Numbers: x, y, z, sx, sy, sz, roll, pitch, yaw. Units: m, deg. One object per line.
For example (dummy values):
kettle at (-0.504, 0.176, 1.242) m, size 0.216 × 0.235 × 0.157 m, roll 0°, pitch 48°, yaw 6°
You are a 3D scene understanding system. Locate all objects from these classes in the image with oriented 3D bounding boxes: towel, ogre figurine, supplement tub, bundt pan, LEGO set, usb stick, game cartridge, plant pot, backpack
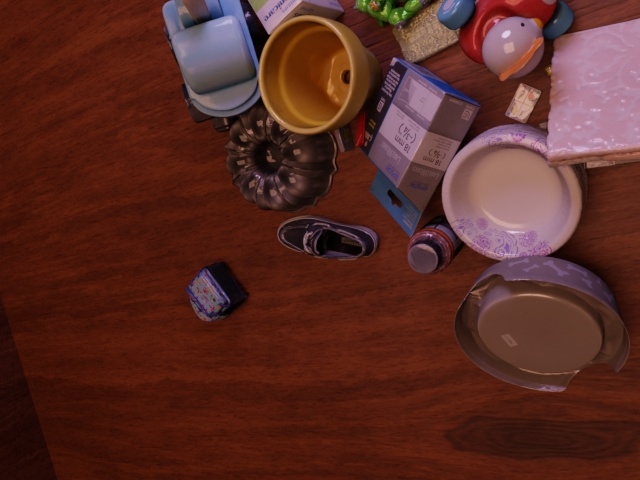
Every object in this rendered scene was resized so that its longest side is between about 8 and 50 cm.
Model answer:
towel at (0.246, -0.478, 1.366) m, size 0.148 × 0.027 × 0.110 m, roll -23°, pitch 91°, yaw 32°
ogre figurine at (0.161, -0.559, 1.363) m, size 0.197 × 0.097 × 0.118 m, roll 30°, pitch 98°, yaw 5°
supplement tub at (0.263, 0.014, 1.371) m, size 0.106 × 0.198 × 0.106 m, roll 9°, pitch 110°, yaw 25°
bundt pan at (-0.123, -0.225, 1.591) m, size 0.331 × 0.124 × 0.330 m, roll 8°, pitch 106°, yaw 28°
LEGO set at (0.478, -0.244, 1.270) m, size 0.182 × 0.060 × 0.244 m, roll 30°, pitch 115°, yaw 17°
usb stick at (-0.297, -0.449, 1.684) m, size 0.077 × 0.045 × 0.278 m, roll -6°, pitch 99°, yaw 31°
towel at (0.584, -0.280, 1.081) m, size 0.317 × 0.053 × 0.331 m, roll -3°, pitch 57°, yaw 32°
game cartridge at (0.059, -0.268, 1.511) m, size 0.017 × 0.056 × 0.083 m, roll -9°, pitch 98°, yaw 40°
plant pot at (0.021, -0.384, 1.397) m, size 0.254 × 0.239 × 0.254 m, roll 8°, pitch 106°, yaw 28°
backpack at (-0.337, 0.174, 1.821) m, size 0.173 × 0.117 × 0.158 m, roll -43°, pitch 78°, yaw 34°

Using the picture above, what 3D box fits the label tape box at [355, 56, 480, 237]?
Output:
label tape box at (0.187, -0.212, 1.354) m, size 0.333 × 0.106 × 0.240 m, roll -66°, pitch 32°, yaw 24°

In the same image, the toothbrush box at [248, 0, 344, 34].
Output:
toothbrush box at (-0.099, -0.637, 1.426) m, size 0.122 × 0.206 × 0.283 m, roll -35°, pitch 84°, yaw 32°

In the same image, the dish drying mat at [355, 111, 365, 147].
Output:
dish drying mat at (0.096, -0.265, 1.418) m, size 0.032 × 0.008 × 0.083 m, roll -24°, pitch 59°, yaw 60°

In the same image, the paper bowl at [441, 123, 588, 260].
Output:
paper bowl at (0.416, -0.108, 1.266) m, size 0.284 × 0.148 × 0.284 m, roll 15°, pitch 122°, yaw 26°

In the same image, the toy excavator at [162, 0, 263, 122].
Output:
toy excavator at (-0.258, -0.494, 1.306) m, size 0.222 × 0.445 × 0.432 m, roll -17°, pitch 98°, yaw -1°

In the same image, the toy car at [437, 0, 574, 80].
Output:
toy car at (0.378, -0.399, 1.136) m, size 0.219 × 0.238 × 0.210 m, roll 28°, pitch 125°, yaw -27°

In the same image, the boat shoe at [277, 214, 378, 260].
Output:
boat shoe at (0.000, 0.000, 1.584) m, size 0.301 × 0.102 × 0.108 m, roll 11°, pitch 107°, yaw 28°

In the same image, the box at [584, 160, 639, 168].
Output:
box at (0.612, -0.177, 1.130) m, size 0.191 × 0.184 × 0.045 m, roll -5°, pitch 97°, yaw 31°

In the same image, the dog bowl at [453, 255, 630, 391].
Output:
dog bowl at (0.469, 0.177, 1.276) m, size 0.349 × 0.102 × 0.348 m, roll 15°, pitch 135°, yaw 15°
